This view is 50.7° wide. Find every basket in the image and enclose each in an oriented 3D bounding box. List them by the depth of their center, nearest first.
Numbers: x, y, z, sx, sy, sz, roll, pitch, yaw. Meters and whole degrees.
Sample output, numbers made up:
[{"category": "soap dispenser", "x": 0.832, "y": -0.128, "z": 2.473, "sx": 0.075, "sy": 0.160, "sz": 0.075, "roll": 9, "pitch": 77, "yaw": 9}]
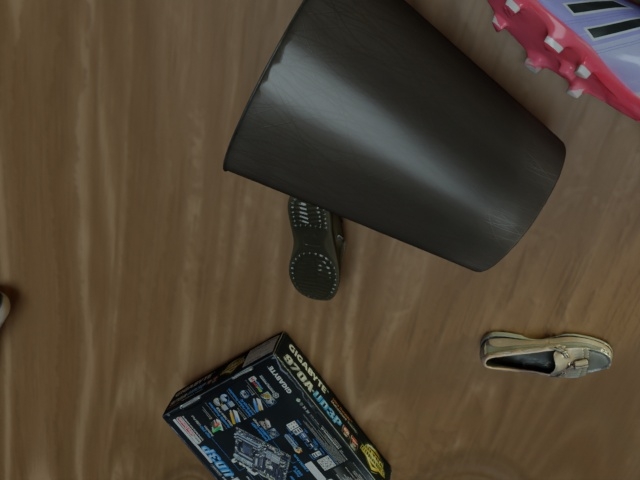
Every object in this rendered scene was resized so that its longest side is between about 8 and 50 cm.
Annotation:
[{"category": "basket", "x": 0.065, "y": -0.083, "z": 0.553, "sx": 0.227, "sy": 0.154, "sz": 0.204, "roll": 32, "pitch": 117, "yaw": -3}]

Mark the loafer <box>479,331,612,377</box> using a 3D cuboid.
[{"category": "loafer", "x": 0.219, "y": 0.117, "z": 0.660, "sx": 0.125, "sy": 0.039, "sz": 0.045, "roll": 2, "pitch": 115, "yaw": 17}]

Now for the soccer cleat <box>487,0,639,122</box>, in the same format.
[{"category": "soccer cleat", "x": 0.238, "y": -0.146, "z": 0.515, "sx": 0.248, "sy": 0.083, "sz": 0.095, "roll": 38, "pitch": 94, "yaw": 2}]

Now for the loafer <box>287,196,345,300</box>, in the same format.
[{"category": "loafer", "x": 0.000, "y": 0.000, "z": 0.670, "sx": 0.056, "sy": 0.050, "sz": 0.148, "roll": 15, "pitch": 134, "yaw": 14}]

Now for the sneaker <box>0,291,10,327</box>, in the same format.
[{"category": "sneaker", "x": -0.459, "y": 0.143, "z": 0.876, "sx": 0.086, "sy": 0.085, "sz": 0.237, "roll": 33, "pitch": 120, "yaw": -31}]

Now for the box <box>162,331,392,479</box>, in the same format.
[{"category": "box", "x": -0.049, "y": 0.237, "z": 0.790, "sx": 0.175, "sy": 0.051, "sz": 0.220, "roll": -32, "pitch": 103, "yaw": 22}]
